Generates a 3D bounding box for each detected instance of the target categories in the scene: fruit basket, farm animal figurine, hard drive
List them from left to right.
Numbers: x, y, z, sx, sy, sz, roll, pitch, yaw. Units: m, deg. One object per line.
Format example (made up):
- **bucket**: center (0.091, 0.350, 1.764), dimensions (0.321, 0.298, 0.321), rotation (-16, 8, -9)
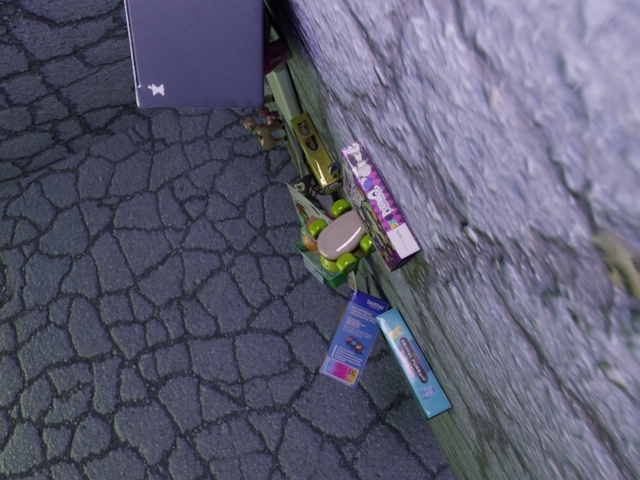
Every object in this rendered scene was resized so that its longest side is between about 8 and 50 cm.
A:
- **farm animal figurine**: center (-0.262, -0.543, 1.754), dimensions (0.326, 0.173, 0.329), rotation (93, 160, -80)
- **hard drive**: center (-0.125, -0.485, 1.383), dimensions (0.232, 0.047, 0.353), rotation (63, 179, 22)
- **fruit basket**: center (0.000, 0.000, 1.575), dimensions (0.327, 0.166, 0.353), rotation (43, 166, 38)

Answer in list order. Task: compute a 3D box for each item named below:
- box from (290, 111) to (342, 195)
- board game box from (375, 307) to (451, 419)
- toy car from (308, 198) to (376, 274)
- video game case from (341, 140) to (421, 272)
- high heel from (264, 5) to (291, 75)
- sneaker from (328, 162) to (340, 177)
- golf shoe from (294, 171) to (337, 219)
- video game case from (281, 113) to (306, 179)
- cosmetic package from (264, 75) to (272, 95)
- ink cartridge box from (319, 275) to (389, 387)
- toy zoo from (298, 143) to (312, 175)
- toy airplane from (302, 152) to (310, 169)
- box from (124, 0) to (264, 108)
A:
- **box**: center (-0.013, -0.250, 1.297), dimensions (0.232, 0.058, 0.087), rotation (63, 179, 4)
- **board game box**: center (0.302, 0.412, 1.462), dimensions (0.335, 0.079, 0.253), rotation (63, 179, 26)
- **toy car**: center (0.084, 0.011, 1.146), dimensions (0.155, 0.149, 0.188), rotation (51, -176, 30)
- **video game case**: center (0.104, -0.049, 0.827), dimensions (0.210, 0.042, 0.232), rotation (62, 179, 10)
- **high heel**: center (-0.167, -0.500, 1.080), dimensions (0.243, 0.117, 0.082), rotation (63, 179, 17)
- **sneaker**: center (0.032, -0.193, 1.186), dimensions (0.035, 0.031, 0.083), rotation (64, 179, 12)
- **golf shoe**: center (-0.003, -0.152, 1.641), dimensions (0.272, 0.120, 0.105), rotation (61, 176, 45)
- **video game case**: center (-0.106, -0.377, 1.838), dimensions (0.206, 0.026, 0.226), rotation (80, 170, -63)
- **cosmetic package**: center (-0.249, -0.622, 1.562), dimensions (0.060, 0.099, 0.238), rotation (67, -173, -80)
- **ink cartridge box**: center (0.141, 0.338, 1.729), dimensions (0.151, 0.395, 0.270), rotation (25, 174, 4)
- **toy zoo**: center (-0.053, -0.333, 2.021), dimensions (0.192, 0.030, 0.293), rotation (63, 179, 32)
- **toy airplane**: center (-0.066, -0.357, 1.799), dimensions (0.151, 0.028, 0.151), rotation (158, 90, -82)
- **box**: center (-0.235, -0.433, 0.830), dimensions (0.395, 0.212, 0.293), rotation (-117, 27, -58)
